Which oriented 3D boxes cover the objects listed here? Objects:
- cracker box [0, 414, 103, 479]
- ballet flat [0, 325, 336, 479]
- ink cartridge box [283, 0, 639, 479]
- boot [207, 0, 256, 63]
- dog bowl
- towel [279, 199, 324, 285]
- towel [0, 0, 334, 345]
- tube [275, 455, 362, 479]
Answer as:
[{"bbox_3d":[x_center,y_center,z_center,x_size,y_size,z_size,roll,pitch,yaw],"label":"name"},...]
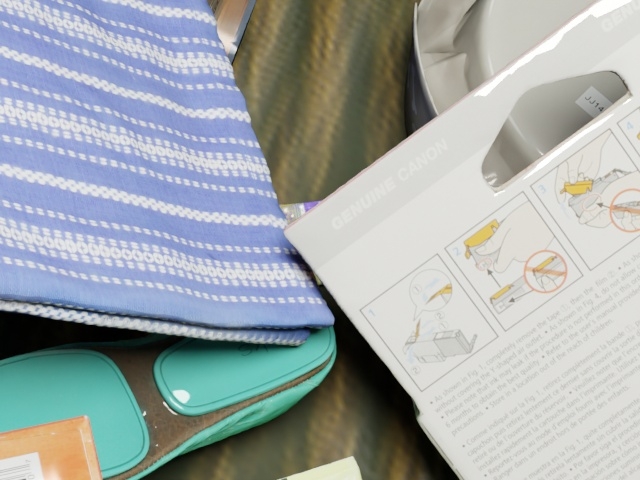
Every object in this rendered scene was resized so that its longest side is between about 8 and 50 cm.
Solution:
[{"bbox_3d":[-0.121,0.190,0.553,0.067,0.232,0.155,-10,66,-17],"label":"cracker box"},{"bbox_3d":[-0.104,0.094,0.687,0.247,0.087,0.083,-16,68,-31],"label":"ballet flat"},{"bbox_3d":[0.172,0.009,0.697,0.296,0.066,0.261,-36,96,4],"label":"ink cartridge box"},{"bbox_3d":[-0.084,-0.208,0.859,0.106,0.082,0.219,19,62,-7],"label":"boot"},{"bbox_3d":[0.215,-0.093,0.862,0.349,0.102,0.348,6,61,-11],"label":"dog bowl"},{"bbox_3d":[0.000,0.000,0.811,0.083,0.009,0.060,-6,64,-17],"label":"towel"},{"bbox_3d":[-0.123,-0.105,0.667,0.243,0.040,0.336,12,49,-50],"label":"towel"},{"bbox_3d":[0.024,0.232,0.674,0.070,0.062,0.240,19,40,-56],"label":"tube"}]
